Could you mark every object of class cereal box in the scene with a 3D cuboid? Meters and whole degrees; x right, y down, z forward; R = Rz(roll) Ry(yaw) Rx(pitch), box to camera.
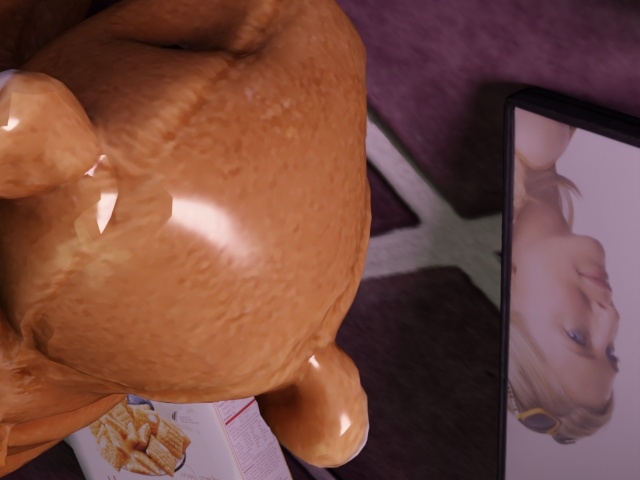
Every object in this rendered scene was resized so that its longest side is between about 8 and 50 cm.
[{"bbox_3d":[-0.098,0.139,1.031,0.173,0.047,0.240,1,120,44],"label":"cereal box"}]

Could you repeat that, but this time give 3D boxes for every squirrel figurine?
[{"bbox_3d":[-0.150,0.036,0.635,0.370,0.397,0.281,4,139,51],"label":"squirrel figurine"}]

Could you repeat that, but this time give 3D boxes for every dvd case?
[{"bbox_3d":[0.142,0.078,0.632,0.180,0.022,0.253,25,126,45],"label":"dvd case"}]
